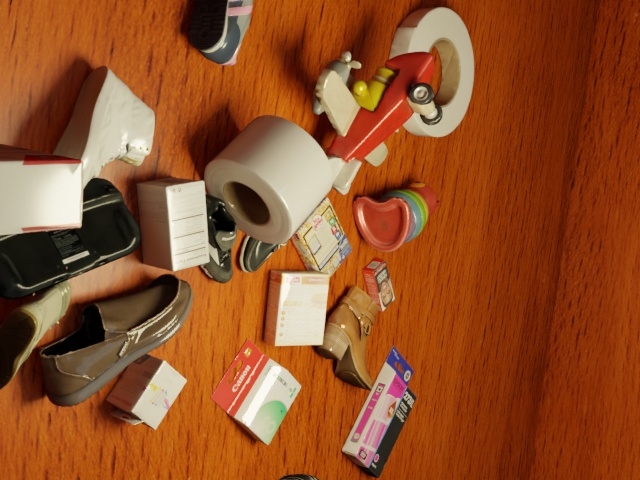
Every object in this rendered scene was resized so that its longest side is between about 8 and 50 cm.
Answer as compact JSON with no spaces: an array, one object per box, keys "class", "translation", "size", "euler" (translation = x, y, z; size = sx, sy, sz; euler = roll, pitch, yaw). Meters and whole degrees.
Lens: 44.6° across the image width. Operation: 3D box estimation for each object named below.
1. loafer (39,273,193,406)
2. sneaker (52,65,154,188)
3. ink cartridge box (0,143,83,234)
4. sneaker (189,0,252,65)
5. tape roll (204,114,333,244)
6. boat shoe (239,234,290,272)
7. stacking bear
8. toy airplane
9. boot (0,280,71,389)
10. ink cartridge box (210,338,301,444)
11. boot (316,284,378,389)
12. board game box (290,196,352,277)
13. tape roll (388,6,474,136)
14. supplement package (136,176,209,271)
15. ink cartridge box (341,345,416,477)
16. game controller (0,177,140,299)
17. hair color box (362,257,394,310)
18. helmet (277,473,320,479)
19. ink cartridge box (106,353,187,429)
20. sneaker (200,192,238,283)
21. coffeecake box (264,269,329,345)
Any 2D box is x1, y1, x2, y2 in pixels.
[{"class":"loafer","translation":[-0.403,0.173,1.560],"size":[0.366,0.133,0.130],"euler":[-44,129,-36]},{"class":"sneaker","translation":[-0.405,-0.167,1.492],"size":[0.169,0.108,0.293],"euler":[40,58,-46]},{"class":"ink cartridge box","translation":[-0.538,-0.088,1.241],"size":[0.197,0.272,0.114],"euler":[-8,107,-49]},{"class":"sneaker","translation":[-0.192,-0.538,1.712],"size":[0.131,0.112,0.319],"euler":[36,72,-65]},{"class":"tape roll","translation":[-0.117,-0.135,1.756],"size":[0.169,0.246,0.246],"euler":[-50,132,-32]},{"class":"boat shoe","translation":[-0.116,-0.015,1.914],"size":[0.233,0.079,0.084],"euler":[-54,135,-27]},{"class":"stacking bear","translation":[0.246,-0.087,2.279],"size":[0.289,0.175,0.164],"euler":[-31,118,-51]},{"class":"toy airplane","translation":[0.089,-0.313,1.996],"size":[0.384,0.272,0.386],"euler":[-21,150,-35]},{"class":"boot","translation":[-0.544,0.173,1.424],"size":[0.077,0.213,0.165],"euler":[38,22,-7]},{"class":"ink cartridge box","translation":[-0.156,0.382,1.967],"size":[0.181,0.056,0.225],"euler":[-58,137,-25]},{"class":"boot","translation":[0.106,0.283,2.237],"size":[0.283,0.109,0.220],"euler":[50,56,-35]},{"class":"board game box","translation":[0.000,0.000,2.079],"size":[0.147,0.045,0.193],"euler":[-50,132,-31]},{"class":"tape roll","translation":[0.342,-0.509,2.366],"size":[0.392,0.072,0.392],"euler":[-15,109,-48]},{"class":"supplement package","translation":[-0.311,-0.037,1.651],"size":[0.105,0.105,0.179],"euler":[-17,111,-48]},{"class":"ink cartridge box","translation":[0.203,0.530,2.422],"size":[0.176,0.069,0.371],"euler":[52,56,-42]},{"class":"game controller","translation":[-0.485,-0.010,1.445],"size":[0.319,0.067,0.166],"euler":[-26,92,-44]},{"class":"hair color box","translation":[0.173,0.131,2.314],"size":[0.072,0.043,0.141],"euler":[-41,128,-39]},{"class":"helmet","translation":[-0.046,0.712,2.077],"size":[0.169,0.161,0.169],"euler":[-13,107,-48]},{"class":"ink cartridge box","translation":[-0.375,0.326,1.660],"size":[0.143,0.092,0.090],"euler":[-58,137,-22]},{"class":"sneaker","translation":[-0.229,-0.001,1.755],"size":[0.078,0.106,0.234],"euler":[-34,123,-40]},{"class":"coffeecake box","translation":[-0.060,0.171,1.995],"size":[0.142,0.068,0.186],"euler":[3,96,-32]}]
